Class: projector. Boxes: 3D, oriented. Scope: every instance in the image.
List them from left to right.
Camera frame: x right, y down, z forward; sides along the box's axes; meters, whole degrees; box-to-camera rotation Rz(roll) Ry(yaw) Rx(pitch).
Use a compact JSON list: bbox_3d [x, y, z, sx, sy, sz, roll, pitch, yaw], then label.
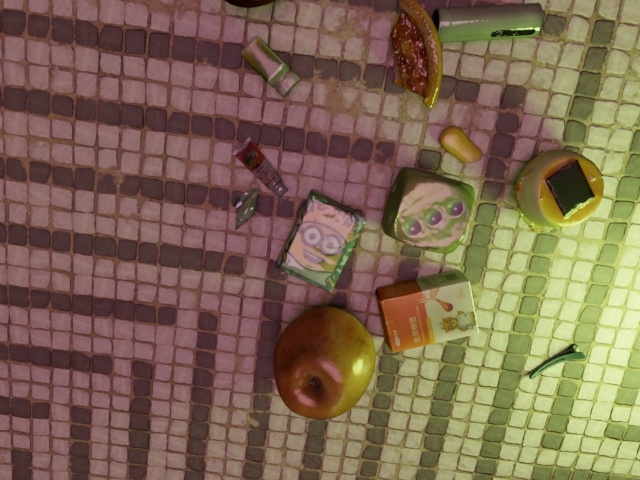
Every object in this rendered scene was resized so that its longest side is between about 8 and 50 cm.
[{"bbox_3d":[0.543,-0.716,1.481,0.336,0.108,0.108,-3,104,1],"label":"projector"}]

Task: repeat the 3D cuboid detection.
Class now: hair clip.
[{"bbox_3d":[0.941,0.495,1.805,0.229,0.070,0.039,-35,105,16],"label":"hair clip"}]

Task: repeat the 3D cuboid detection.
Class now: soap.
[{"bbox_3d":[0.500,-0.336,1.610,0.168,0.033,0.089,43,102,-9],"label":"soap"}]

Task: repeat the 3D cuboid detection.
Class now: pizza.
[{"bbox_3d":[0.313,-0.615,1.495,0.182,0.074,0.366,0,115,31],"label":"pizza"}]

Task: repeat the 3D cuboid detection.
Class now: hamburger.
[{"bbox_3d":[0.823,-0.178,1.575,0.294,0.179,0.276,-36,103,5],"label":"hamburger"}]

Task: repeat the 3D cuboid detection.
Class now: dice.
[{"bbox_3d":[0.367,-0.107,1.556,0.251,0.254,0.250,15,100,-2],"label":"dice"}]

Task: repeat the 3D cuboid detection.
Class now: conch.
[{"bbox_3d":[-0.278,-0.118,1.660,0.065,0.088,0.180,22,99,-49],"label":"conch"}]

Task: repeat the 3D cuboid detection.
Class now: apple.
[{"bbox_3d":[0.010,0.450,1.647,0.390,0.346,0.392,2,105,6],"label":"apple"}]

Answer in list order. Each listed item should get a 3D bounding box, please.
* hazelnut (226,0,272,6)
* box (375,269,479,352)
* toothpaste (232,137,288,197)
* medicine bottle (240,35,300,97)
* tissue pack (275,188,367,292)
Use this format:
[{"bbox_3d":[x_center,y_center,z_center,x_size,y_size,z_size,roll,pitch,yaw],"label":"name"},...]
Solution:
[{"bbox_3d":[-0.226,-0.918,1.322,0.359,0.359,0.409,-35,109,8],"label":"hazelnut"},{"bbox_3d":[0.396,0.266,1.704,0.340,0.143,0.225,-13,103,5],"label":"box"},{"bbox_3d":[-0.211,-0.257,1.629,0.089,0.057,0.234,-41,92,10],"label":"toothpaste"},{"bbox_3d":[-0.165,-0.578,1.504,0.188,0.132,0.088,43,100,-10],"label":"medicine bottle"},{"bbox_3d":[0.000,0.000,1.646,0.227,0.128,0.311,24,103,-7],"label":"tissue pack"}]
